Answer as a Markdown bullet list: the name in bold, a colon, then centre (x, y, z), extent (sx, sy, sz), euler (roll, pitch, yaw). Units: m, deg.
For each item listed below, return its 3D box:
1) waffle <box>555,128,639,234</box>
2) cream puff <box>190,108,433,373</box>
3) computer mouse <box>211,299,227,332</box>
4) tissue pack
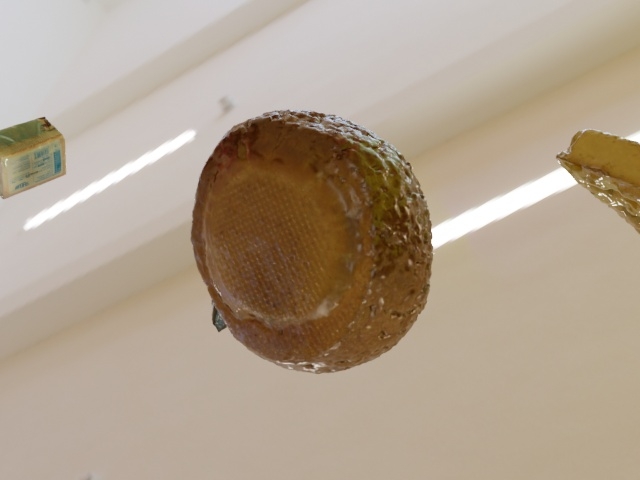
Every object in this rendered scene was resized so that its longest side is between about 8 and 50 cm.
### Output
- **waffle**: centre (0.363, -0.016, 0.987), extent (0.057, 0.274, 0.168), euler (-58, -143, 1)
- **cream puff**: centre (0.000, 0.000, 1.149), extent (0.303, 0.303, 0.212), euler (-17, -177, 34)
- **computer mouse**: centre (-0.113, 0.068, 1.431), extent (0.047, 0.079, 0.135), euler (-14, -121, 54)
- **tissue pack**: centre (-0.375, -0.106, 1.286), extent (0.094, 0.074, 0.058), euler (-27, -128, -36)
